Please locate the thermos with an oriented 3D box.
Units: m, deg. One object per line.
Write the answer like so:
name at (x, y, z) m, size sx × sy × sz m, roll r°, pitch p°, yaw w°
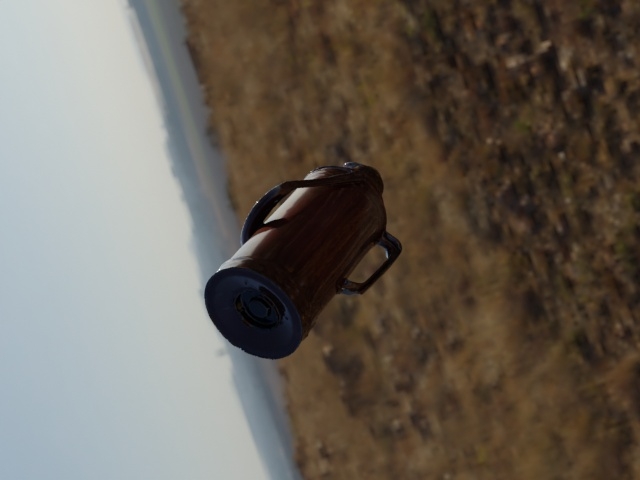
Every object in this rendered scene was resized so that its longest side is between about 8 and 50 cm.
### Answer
thermos at (0.000, 0.003, 1.202) m, size 0.124 × 0.232 × 0.099 m, roll 33°, pitch 134°, yaw 9°
